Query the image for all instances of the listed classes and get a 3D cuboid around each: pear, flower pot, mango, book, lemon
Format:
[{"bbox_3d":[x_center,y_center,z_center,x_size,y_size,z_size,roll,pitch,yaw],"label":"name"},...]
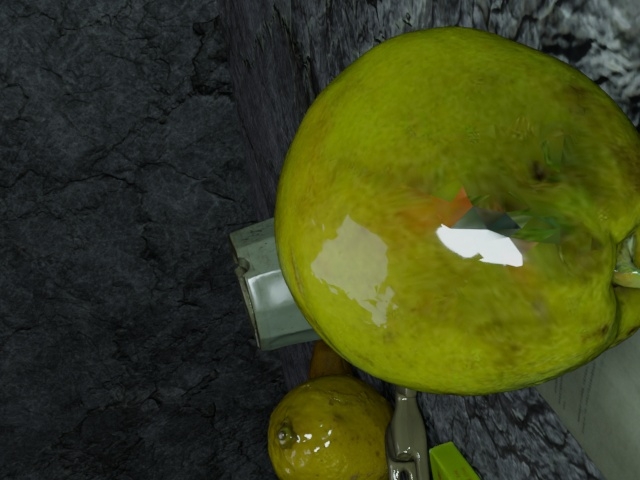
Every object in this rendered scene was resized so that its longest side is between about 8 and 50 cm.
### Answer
[{"bbox_3d":[0.095,-0.021,0.555,0.321,0.269,0.269,29,136,49],"label":"pear"},{"bbox_3d":[0.003,0.045,1.147,0.290,0.259,0.290,164,90,-80],"label":"flower pot"},{"bbox_3d":[0.029,0.369,1.855,0.177,0.120,0.295,98,155,-61],"label":"mango"},{"bbox_3d":[0.238,0.106,0.627,0.283,0.025,0.215,-117,18,-50],"label":"book"},{"bbox_3d":[0.023,0.389,1.466,0.253,0.310,0.254,-17,64,41],"label":"lemon"}]

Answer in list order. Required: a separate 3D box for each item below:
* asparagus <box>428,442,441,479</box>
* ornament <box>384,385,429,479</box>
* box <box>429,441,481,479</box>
[{"bbox_3d":[0.192,0.404,1.312,0.233,0.022,0.023,89,-154,-54],"label":"asparagus"},{"bbox_3d":[0.149,0.336,1.293,0.230,0.061,0.245,91,176,-63],"label":"ornament"},{"bbox_3d":[0.243,0.447,1.028,0.335,0.047,0.187,-132,29,-67],"label":"box"}]
